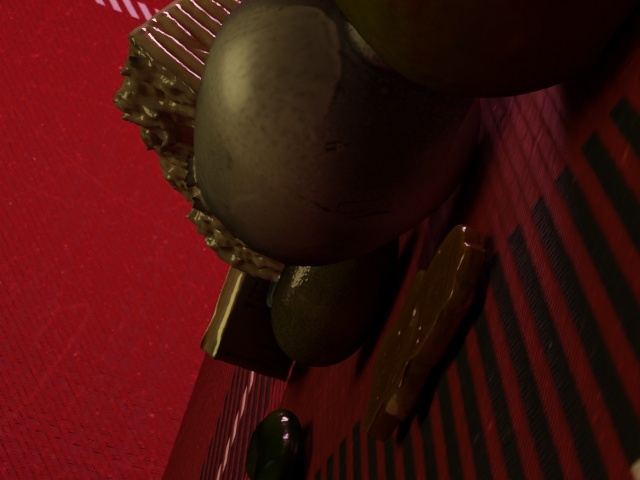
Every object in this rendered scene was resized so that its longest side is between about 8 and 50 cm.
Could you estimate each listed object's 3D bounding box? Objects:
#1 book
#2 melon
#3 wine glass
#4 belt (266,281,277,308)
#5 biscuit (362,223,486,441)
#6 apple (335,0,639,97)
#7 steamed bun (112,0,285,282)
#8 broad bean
[{"bbox_3d":[-0.036,0.009,1.995,0.201,0.026,0.289,27,-99,-64],"label":"book"},{"bbox_3d":[0.014,0.036,1.553,0.099,0.099,0.162,-84,17,-69],"label":"melon"},{"bbox_3d":[0.029,-0.125,1.356,0.323,0.238,0.238,123,167,-50],"label":"wine glass"},{"bbox_3d":[-0.002,0.007,1.895,0.163,0.082,0.147,-77,13,-48],"label":"belt"},{"bbox_3d":[0.075,0.061,1.239,0.133,0.027,0.184,-77,11,-59],"label":"biscuit"},{"bbox_3d":[0.112,-0.207,1.091,0.226,0.246,0.246,93,-170,-48],"label":"apple"},{"bbox_3d":[-0.045,-0.103,1.740,0.273,0.290,0.272,-50,-13,-39],"label":"steamed bun"},{"bbox_3d":[-0.050,0.236,1.714,0.292,0.049,0.144,-164,88,-87],"label":"broad bean"}]
